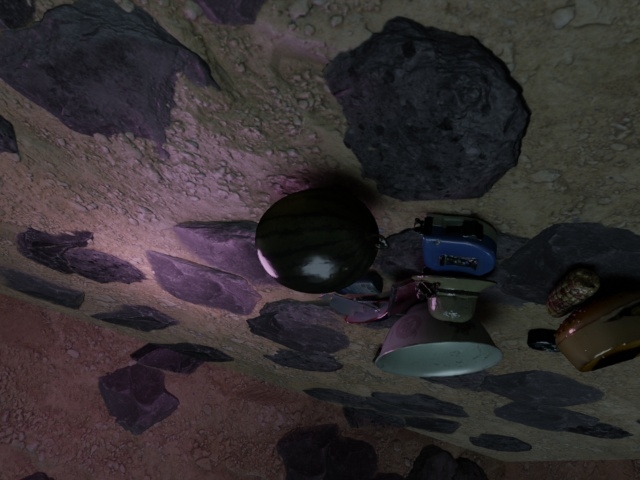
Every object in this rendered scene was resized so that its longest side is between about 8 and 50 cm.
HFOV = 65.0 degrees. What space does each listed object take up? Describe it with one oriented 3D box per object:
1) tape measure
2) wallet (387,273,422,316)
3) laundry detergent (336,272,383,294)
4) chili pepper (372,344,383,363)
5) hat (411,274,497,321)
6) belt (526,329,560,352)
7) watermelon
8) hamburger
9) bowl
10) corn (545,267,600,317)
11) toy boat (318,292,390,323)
[{"bbox_3d":[0.385,0.055,1.435,0.215,0.098,0.351,5,152,18],"label":"tape measure"},{"bbox_3d":[0.292,0.190,1.722,0.119,0.025,0.232,-21,150,-9],"label":"wallet"},{"bbox_3d":[0.110,0.153,1.752,0.206,0.061,0.096,-6,152,32],"label":"laundry detergent"},{"bbox_3d":[0.290,0.551,2.365,0.088,0.059,0.227,10,153,-1],"label":"chili pepper"},{"bbox_3d":[0.398,0.179,1.510,0.256,0.130,0.257,5,172,1],"label":"hat"},{"bbox_3d":[0.817,0.366,1.808,0.139,0.058,0.105,5,153,15],"label":"belt"},{"bbox_3d":[0.000,0.000,1.322,0.359,0.279,0.279,-6,145,34],"label":"watermelon"},{"bbox_3d":[0.833,0.259,1.453,0.299,0.176,0.300,-13,151,-7],"label":"hamburger"},{"bbox_3d":[0.404,0.333,1.765,0.433,0.196,0.435,1,152,0],"label":"bowl"},{"bbox_3d":[0.728,0.159,1.471,0.086,0.086,0.253,10,153,8],"label":"corn"},{"bbox_3d":[0.120,0.255,1.849,0.317,0.072,0.219,8,150,-22],"label":"toy boat"}]
